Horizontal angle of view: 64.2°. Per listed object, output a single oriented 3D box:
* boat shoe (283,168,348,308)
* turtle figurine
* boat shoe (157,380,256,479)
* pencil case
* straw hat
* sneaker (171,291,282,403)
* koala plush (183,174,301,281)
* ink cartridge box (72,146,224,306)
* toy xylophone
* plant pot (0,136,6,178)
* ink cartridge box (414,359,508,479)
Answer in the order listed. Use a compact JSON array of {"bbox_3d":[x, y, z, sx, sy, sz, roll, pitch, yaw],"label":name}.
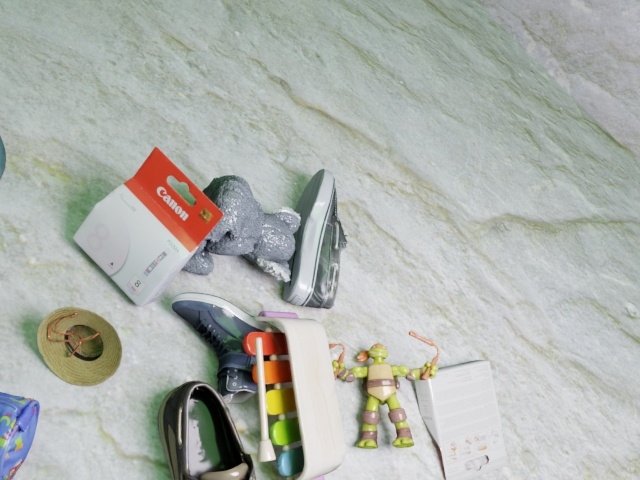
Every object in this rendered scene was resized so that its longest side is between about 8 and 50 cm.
[{"bbox_3d":[0.000,0.000,1.148,0.119,0.121,0.336,22,63,-23],"label":"boat shoe"},{"bbox_3d":[0.108,0.298,1.020,0.269,0.087,0.218,1,62,-2],"label":"turtle figurine"},{"bbox_3d":[-0.166,0.389,0.798,0.132,0.130,0.356,-16,69,-32],"label":"boat shoe"},{"bbox_3d":[-0.558,0.242,0.701,0.305,0.133,0.119,20,24,-15],"label":"pencil case"},{"bbox_3d":[-0.395,0.168,0.866,0.144,0.145,0.061,30,10,-6],"label":"straw hat"},{"bbox_3d":[-0.188,0.200,0.934,0.226,0.086,0.164,26,50,-10],"label":"sneaker"},{"bbox_3d":[-0.142,-0.015,1.041,0.221,0.203,0.196,27,52,-24],"label":"koala plush"},{"bbox_3d":[-0.317,-0.023,0.930,0.189,0.232,0.066,44,21,5],"label":"ink cartridge box"},{"bbox_3d":[-0.053,0.268,0.889,0.236,0.081,0.323,25,52,-49],"label":"toy xylophone"},{"bbox_3d":[-0.703,-0.212,0.845,0.292,0.235,0.293,12,56,-18],"label":"plant pot"},{"bbox_3d":[0.304,0.384,1.098,0.180,0.056,0.225,-3,81,-28],"label":"ink cartridge box"}]
